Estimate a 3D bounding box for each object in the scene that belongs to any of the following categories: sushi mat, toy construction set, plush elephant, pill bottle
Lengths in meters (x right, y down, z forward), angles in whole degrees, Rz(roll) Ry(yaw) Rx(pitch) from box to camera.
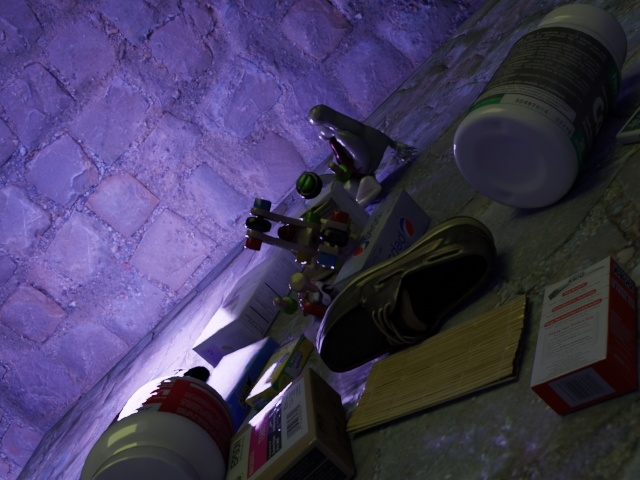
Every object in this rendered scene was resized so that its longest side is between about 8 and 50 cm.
[{"bbox_3d":[0.163,0.184,0.979,0.316,0.019,0.151,-34,16,41],"label":"sushi mat"},{"bbox_3d":[-0.004,0.035,1.505,0.257,0.237,0.309,-17,67,24],"label":"toy construction set"},{"bbox_3d":[0.086,-0.209,2.014,0.272,0.330,0.255,-11,-57,-89],"label":"plush elephant"},{"bbox_3d":[0.389,-0.242,1.178,0.361,0.204,0.204,-53,15,-31],"label":"pill bottle"},{"bbox_3d":[-0.265,0.379,1.152,0.229,0.229,0.407,-46,4,-2],"label":"pill bottle"}]

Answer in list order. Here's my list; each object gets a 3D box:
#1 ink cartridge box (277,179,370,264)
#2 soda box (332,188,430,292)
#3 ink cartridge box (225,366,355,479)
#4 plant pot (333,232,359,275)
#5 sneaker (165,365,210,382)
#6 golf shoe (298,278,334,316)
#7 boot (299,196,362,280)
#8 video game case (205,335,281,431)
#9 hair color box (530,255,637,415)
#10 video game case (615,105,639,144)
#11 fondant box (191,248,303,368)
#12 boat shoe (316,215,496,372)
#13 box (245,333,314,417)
[{"bbox_3d":[0.012,-0.033,1.853,0.212,0.154,0.093,-40,13,20],"label":"ink cartridge box"},{"bbox_3d":[0.132,0.020,1.424,0.091,0.098,0.286,-32,19,41],"label":"soda box"},{"bbox_3d":[-0.052,0.329,1.057,0.193,0.088,0.235,-43,13,7],"label":"ink cartridge box"},{"bbox_3d":[0.069,0.029,1.655,0.083,0.081,0.081,-22,25,47],"label":"plant pot"},{"bbox_3d":[-0.377,0.421,1.729,0.182,0.127,0.315,-36,14,46],"label":"sneaker"},{"bbox_3d":[-0.006,0.130,1.635,0.086,0.068,0.186,-16,12,1],"label":"golf shoe"},{"bbox_3d":[0.000,0.000,1.757,0.213,0.165,0.077,-37,14,27],"label":"boot"},{"bbox_3d":[-0.222,0.360,1.576,0.244,0.061,0.269,-32,18,50],"label":"video game case"},{"bbox_3d":[0.291,0.101,0.751,0.093,0.053,0.167,-36,16,40],"label":"hair color box"},{"bbox_3d":[0.558,-0.227,1.008,0.201,0.023,0.183,-49,13,-10],"label":"video game case"},{"bbox_3d":[-0.205,0.190,1.986,0.238,0.096,0.330,-35,15,39],"label":"fondant box"},{"bbox_3d":[0.128,0.097,1.106,0.355,0.132,0.130,-43,10,15],"label":"boat shoe"},{"bbox_3d":[-0.089,0.284,1.431,0.105,0.043,0.179,-35,18,41],"label":"box"}]
